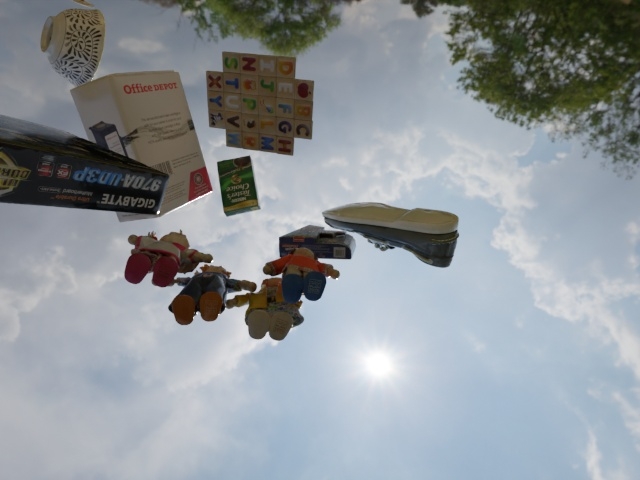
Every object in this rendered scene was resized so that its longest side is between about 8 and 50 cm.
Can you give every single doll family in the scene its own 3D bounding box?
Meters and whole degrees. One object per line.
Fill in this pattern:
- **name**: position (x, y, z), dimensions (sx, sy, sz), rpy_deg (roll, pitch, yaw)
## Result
- **doll family**: position (-0.112, 0.062, 0.561), dimensions (0.263, 0.118, 0.163), rpy_deg (8, -170, -5)

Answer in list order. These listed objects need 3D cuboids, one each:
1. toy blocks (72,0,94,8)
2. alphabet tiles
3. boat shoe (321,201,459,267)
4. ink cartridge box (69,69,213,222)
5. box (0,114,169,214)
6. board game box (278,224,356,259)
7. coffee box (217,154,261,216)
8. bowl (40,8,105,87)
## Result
- **toy blocks**: position (-0.425, -0.499, 0.782), dimensions (0.123, 0.148, 0.054), rpy_deg (35, -158, 32)
- **alphabet tiles**: position (-0.186, -0.409, 1.350), dimensions (0.343, 0.284, 0.011), rpy_deg (10, -153, 13)
- **boat shoe**: position (0.126, -0.015, 0.900), dimensions (0.320, 0.098, 0.116), rpy_deg (11, -154, 44)
- **ink cartridge box**: position (-0.311, -0.174, 0.811), dimensions (0.100, 0.237, 0.172), rpy_deg (-5, -160, 24)
- **box**: position (-0.284, -0.081, 0.421), dimensions (0.175, 0.051, 0.220), rpy_deg (22, -172, 19)
- **board game box**: position (0.000, 0.000, 1.258), dimensions (0.194, 0.060, 0.194), rpy_deg (1, -167, 8)
- **coffee box**: position (-0.255, -0.171, 1.391), dimensions (0.113, 0.040, 0.184), rpy_deg (-11, -112, -1)
- **bowl**: position (-0.520, -0.408, 0.921), dimensions (0.080, 0.170, 0.170), rpy_deg (7, -154, -49)
